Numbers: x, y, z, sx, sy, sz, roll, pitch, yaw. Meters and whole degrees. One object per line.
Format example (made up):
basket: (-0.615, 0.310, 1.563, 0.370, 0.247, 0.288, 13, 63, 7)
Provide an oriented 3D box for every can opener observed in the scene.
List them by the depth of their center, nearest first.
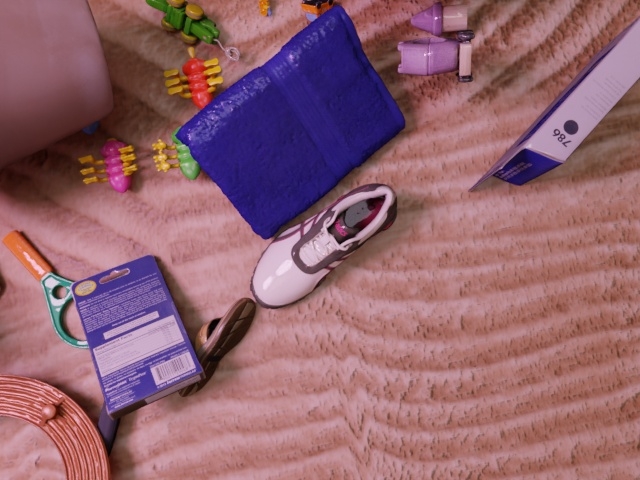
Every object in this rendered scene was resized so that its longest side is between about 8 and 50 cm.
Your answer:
can opener: (-0.311, 0.249, 0.854, 0.073, 0.059, 0.186, 17, 83, 1)

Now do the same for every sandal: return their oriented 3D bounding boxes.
sandal: (-0.169, 0.158, 0.869, 0.049, 0.072, 0.180, 35, 88, 25)

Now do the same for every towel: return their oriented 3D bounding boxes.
towel: (-0.037, -0.173, 0.861, 0.308, 0.076, 0.227, -40, 121, -7)

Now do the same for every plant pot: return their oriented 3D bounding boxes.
plant pot: (-0.442, -0.233, 0.738, 0.280, 0.323, 0.323, -20, 83, -23)

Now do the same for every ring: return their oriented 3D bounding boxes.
ring: (-0.465, 0.354, 0.772, 0.337, 0.032, 0.336, 2, 73, -7)

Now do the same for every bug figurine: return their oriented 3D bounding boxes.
bug figurine: (-0.279, -0.188, 0.899, 0.279, 0.072, 0.216, -11, 79, 2)

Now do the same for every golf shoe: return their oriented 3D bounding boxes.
golf shoe: (0.000, 0.000, 0.859, 0.273, 0.120, 0.105, -40, 87, -4)

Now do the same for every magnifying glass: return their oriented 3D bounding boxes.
magnifying glass: (-0.417, 0.075, 0.893, 0.092, 0.026, 0.231, -44, 87, -6)

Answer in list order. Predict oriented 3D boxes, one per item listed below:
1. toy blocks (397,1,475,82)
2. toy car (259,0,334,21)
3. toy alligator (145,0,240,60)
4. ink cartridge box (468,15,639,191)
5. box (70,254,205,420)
toy blocks: (0.089, -0.406, 0.823, 0.260, 0.288, 0.309, 0, 116, 11)
toy car: (-0.041, -0.392, 0.955, 0.122, 0.060, 0.040, 12, 127, 17)
toy alligator: (-0.201, -0.358, 0.934, 0.190, 0.056, 0.051, 33, 43, 3)
ink cartridge box: (0.376, -0.187, 0.862, 0.065, 0.165, 0.332, 44, 85, 3)
box: (-0.275, 0.134, 0.838, 0.136, 0.036, 0.225, -22, 60, -16)
